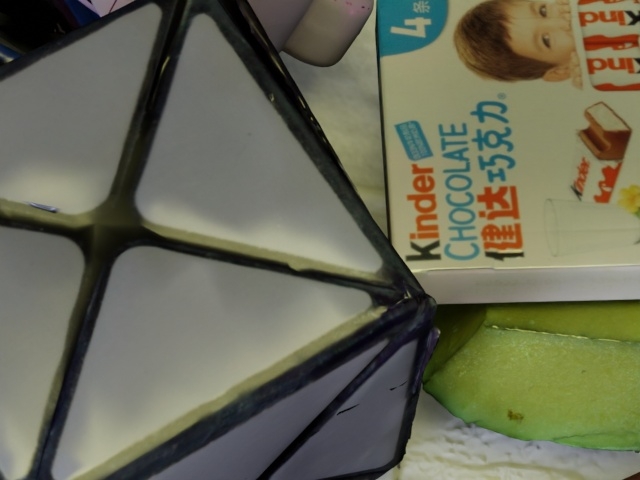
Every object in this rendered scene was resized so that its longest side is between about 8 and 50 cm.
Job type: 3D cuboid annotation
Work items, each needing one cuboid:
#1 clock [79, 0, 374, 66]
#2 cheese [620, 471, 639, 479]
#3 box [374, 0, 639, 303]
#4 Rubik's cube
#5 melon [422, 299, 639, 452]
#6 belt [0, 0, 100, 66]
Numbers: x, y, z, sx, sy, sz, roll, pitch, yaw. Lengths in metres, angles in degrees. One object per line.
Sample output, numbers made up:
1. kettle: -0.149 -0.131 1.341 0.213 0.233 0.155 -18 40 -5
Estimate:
1. clock: -0.124 -0.262 1.429 0.295 0.113 0.322 0 44 -49
2. cheese: 0.201 0.243 1.252 0.128 0.177 0.203 -27 65 25
3. box: 0.175 -0.074 1.369 0.265 0.048 0.273 -2 52 -1
4. Rubik's cube: -0.127 0.055 1.270 0.310 0.305 0.307 -28 68 -14
5. melon: 0.192 -0.002 1.420 0.196 0.124 0.323 11 51 0
6. belt: -0.280 -0.168 1.456 0.347 0.117 0.212 35 67 11
